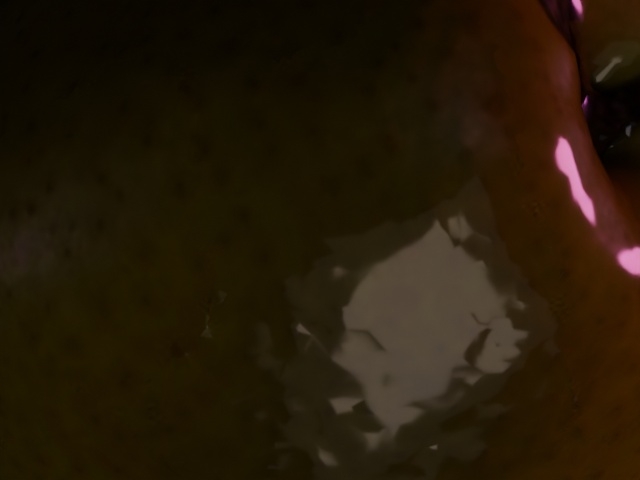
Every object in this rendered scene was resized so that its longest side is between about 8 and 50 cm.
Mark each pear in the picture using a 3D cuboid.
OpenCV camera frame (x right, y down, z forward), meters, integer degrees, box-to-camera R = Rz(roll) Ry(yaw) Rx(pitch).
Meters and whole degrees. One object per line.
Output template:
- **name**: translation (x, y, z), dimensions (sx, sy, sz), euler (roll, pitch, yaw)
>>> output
- **pear**: translation (0.000, 0.000, 0.677), dimensions (0.362, 0.363, 0.418), euler (13, 163, -24)
